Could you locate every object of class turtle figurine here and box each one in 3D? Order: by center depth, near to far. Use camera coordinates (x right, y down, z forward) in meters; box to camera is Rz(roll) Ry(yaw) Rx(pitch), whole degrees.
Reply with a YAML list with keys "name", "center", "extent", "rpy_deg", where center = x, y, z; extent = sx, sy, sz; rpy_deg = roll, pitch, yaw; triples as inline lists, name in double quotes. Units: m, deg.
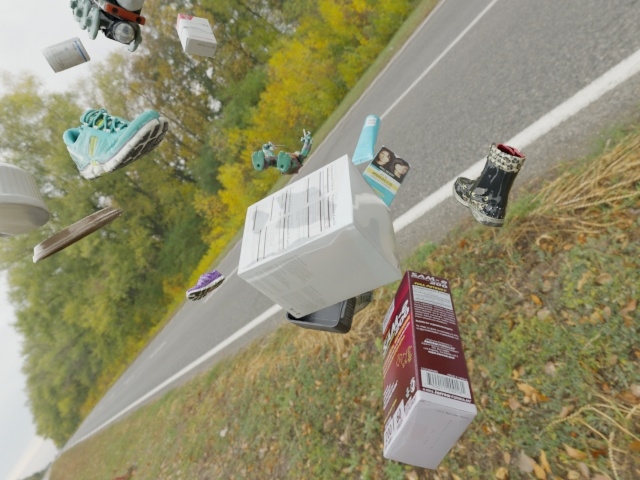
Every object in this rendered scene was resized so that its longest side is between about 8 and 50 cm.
- name: "turtle figurine"
  center: [-0.096, -0.251, 1.231]
  extent: [0.175, 0.118, 0.234]
  rpy_deg: [-13, 15, 24]

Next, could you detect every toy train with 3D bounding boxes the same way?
- name: "toy train"
  center: [-0.554, -0.632, 1.090]
  extent: [0.334, 0.142, 0.190]
  rpy_deg: [45, 120, 37]

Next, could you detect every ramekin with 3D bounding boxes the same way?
- name: "ramekin"
  center: [-0.863, -0.101, 1.066]
  extent: [0.273, 0.127, 0.273]
  rpy_deg: [-17, -10, -3]

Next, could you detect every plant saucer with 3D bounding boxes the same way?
- name: "plant saucer"
  center: [-0.719, -0.026, 1.237]
  extent: [0.278, 0.041, 0.278]
  rpy_deg: [-27, 14, 8]

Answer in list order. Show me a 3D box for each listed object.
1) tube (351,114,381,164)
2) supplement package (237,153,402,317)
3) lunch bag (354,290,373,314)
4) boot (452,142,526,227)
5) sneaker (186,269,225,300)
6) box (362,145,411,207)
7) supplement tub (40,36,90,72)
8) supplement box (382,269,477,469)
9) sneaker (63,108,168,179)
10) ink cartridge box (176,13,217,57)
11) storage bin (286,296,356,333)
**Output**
- name: "tube"
  center: [0.147, -0.311, 1.300]
  extent: [0.080, 0.052, 0.207]
  rpy_deg: [-18, 40, 39]
- name: "supplement package"
  center: [0.000, 0.000, 0.876]
  extent: [0.263, 0.199, 0.198]
  rpy_deg: [-25, 43, 24]
- name: "lunch bag"
  center: [0.039, 0.172, 1.656]
  extent: [0.305, 0.256, 0.212]
  rpy_deg: [-133, 37, -52]
- name: "boot"
  center: [0.413, -0.158, 1.028]
  extent: [0.236, 0.085, 0.178]
  rpy_deg: [-96, 13, -59]
- name: "sneaker"
  center: [-0.431, 0.162, 1.530]
  extent: [0.170, 0.071, 0.068]
  rpy_deg: [-34, -17, -52]
- name: "box"
  center: [0.148, -0.143, 1.075]
  extent: [0.244, 0.101, 0.060]
  rpy_deg: [-56, 1, -42]
- name: "supplement tub"
  center: [-0.728, -0.532, 1.193]
  extent: [0.107, 0.071, 0.071]
  rpy_deg: [-29, 7, -15]
- name: "supplement box"
  center: [0.139, 0.166, 0.586]
  extent: [0.239, 0.073, 0.130]
  rpy_deg: [-77, 2, -57]
- name: "sneaker"
  center: [-0.381, -0.183, 0.746]
  extent: [0.275, 0.110, 0.107]
  rpy_deg: [-7, 31, 37]
- name: "ink cartridge box"
  center: [-0.448, -0.739, 1.504]
  extent: [0.063, 0.109, 0.150]
  rpy_deg: [-54, 50, 45]
- name: "storage bin"
  center: [0.003, 0.199, 1.229]
  extent: [0.180, 0.084, 0.122]
  rpy_deg: [1, 66, 31]
